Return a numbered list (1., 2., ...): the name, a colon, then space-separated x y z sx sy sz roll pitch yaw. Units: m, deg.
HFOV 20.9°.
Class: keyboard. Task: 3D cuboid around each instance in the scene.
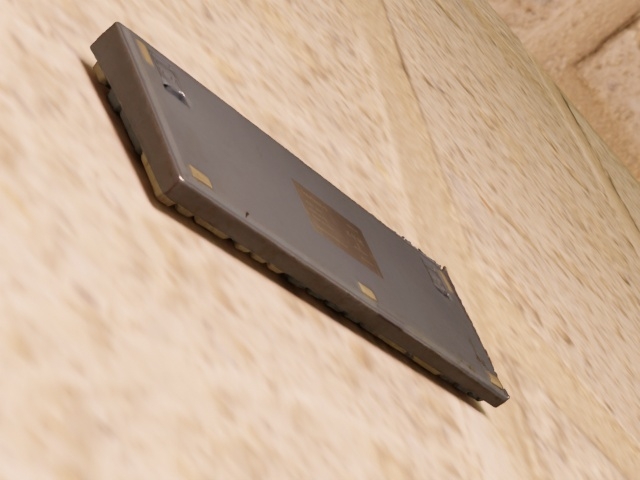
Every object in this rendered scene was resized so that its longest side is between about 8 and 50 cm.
1. keyboard: 0.001 0.000 0.475 0.176 0.014 0.055 34 22 -52
